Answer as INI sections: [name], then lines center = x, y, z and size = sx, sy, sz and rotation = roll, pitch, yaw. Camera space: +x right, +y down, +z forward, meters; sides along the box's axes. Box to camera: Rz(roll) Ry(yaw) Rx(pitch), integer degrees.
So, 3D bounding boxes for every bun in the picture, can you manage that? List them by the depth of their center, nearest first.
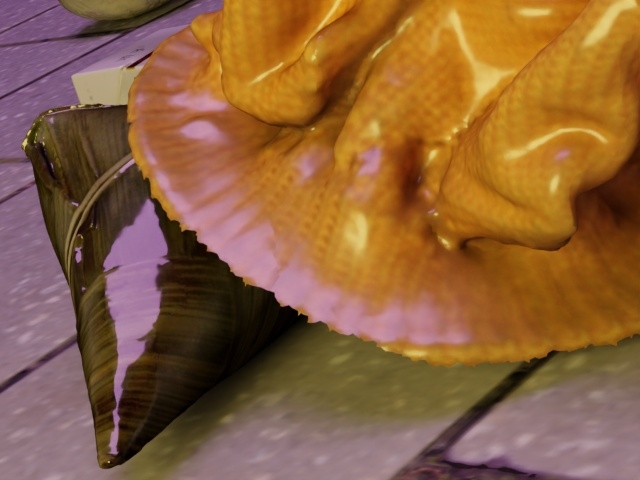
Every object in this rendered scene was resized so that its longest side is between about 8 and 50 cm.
[bun]
center = -0.147, -0.206, 1.311
size = 0.115, 0.069, 0.115
rotation = -21, 37, 17

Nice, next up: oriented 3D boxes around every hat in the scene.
[hat]
center = 0.058, -0.124, 0.509
size = 0.244, 0.233, 0.233
rotation = 24, 48, 24

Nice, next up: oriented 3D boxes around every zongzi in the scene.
[zongzi]
center = 0.000, 0.000, 0.596
size = 0.187, 0.084, 0.184
rotation = -15, 33, -6

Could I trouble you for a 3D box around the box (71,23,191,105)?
[box]
center = -0.055, -0.098, 0.960
size = 0.154, 0.040, 0.084
rotation = -2, 26, 37
